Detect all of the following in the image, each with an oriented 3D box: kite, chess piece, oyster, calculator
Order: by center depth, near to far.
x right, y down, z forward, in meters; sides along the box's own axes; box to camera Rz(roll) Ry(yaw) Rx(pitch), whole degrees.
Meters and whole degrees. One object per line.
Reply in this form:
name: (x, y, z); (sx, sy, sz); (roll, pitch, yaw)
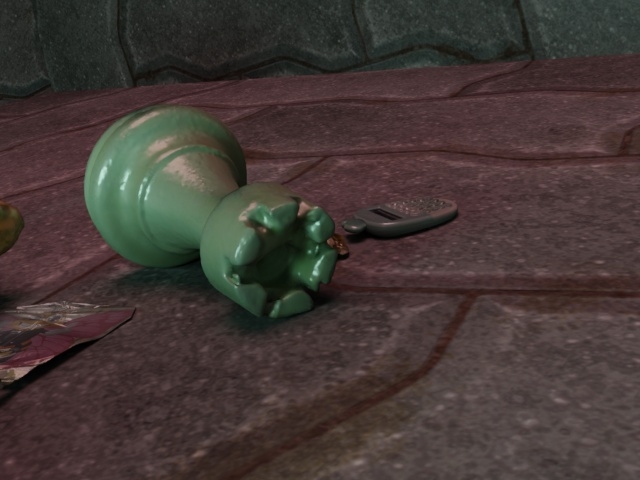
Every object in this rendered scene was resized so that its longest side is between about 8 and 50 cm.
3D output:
kite: (-0.326, 0.121, 0.773); (0.204, 0.022, 0.360); (-3, 15, 17)
chess piece: (-0.112, -0.027, 0.892); (0.194, 0.195, 0.299); (-19, 29, -29)
oyster: (-0.003, 0.000, 0.971); (0.051, 0.034, 0.093); (-11, 12, -32)
calculator: (0.096, -0.029, 1.027); (0.153, 0.021, 0.095); (-16, 19, -21)

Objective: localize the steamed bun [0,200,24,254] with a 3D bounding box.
steamed bun: (-0.472, 0.037, 0.923); (0.292, 0.137, 0.295); (-4, 13, 18)
